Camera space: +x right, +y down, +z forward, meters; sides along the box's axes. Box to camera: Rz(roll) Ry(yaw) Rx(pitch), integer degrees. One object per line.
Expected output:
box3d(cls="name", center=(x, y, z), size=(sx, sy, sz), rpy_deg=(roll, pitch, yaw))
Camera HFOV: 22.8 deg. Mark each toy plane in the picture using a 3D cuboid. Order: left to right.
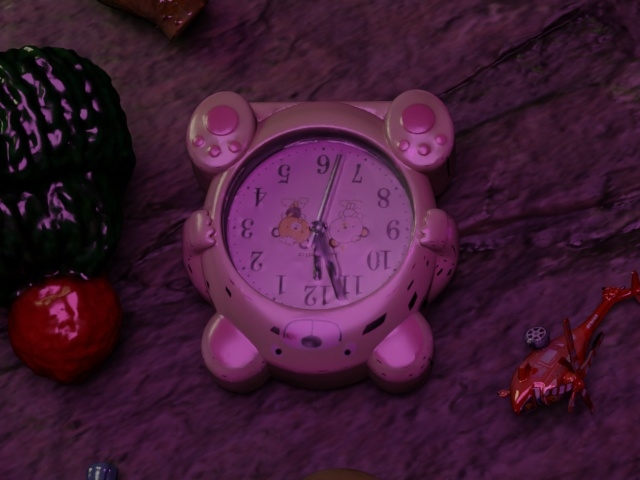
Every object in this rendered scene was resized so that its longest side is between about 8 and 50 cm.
box3d(cls="toy plane", center=(0.248, 0.098, 1.569), size=(0.077, 0.126, 0.194), rpy_deg=(15, 69, 39))

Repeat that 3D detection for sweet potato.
box3d(cls="sweet potato", center=(-0.234, -0.323, 1.787), size=(0.112, 0.085, 0.286), rpy_deg=(-17, 51, -39))

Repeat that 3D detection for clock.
box3d(cls="clock", center=(0.000, 0.000, 1.617), size=(0.284, 0.114, 0.309), rpy_deg=(0, 70, 3))

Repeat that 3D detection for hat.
box3d(cls="hat", center=(-0.305, -0.014, 1.593), size=(0.274, 0.242, 0.332), rpy_deg=(-21, 81, 9))

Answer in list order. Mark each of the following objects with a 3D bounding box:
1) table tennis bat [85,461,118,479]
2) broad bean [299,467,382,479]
box3d(cls="table tennis bat", center=(-0.222, 0.308, 1.534), size=(0.124, 0.033, 0.201), rpy_deg=(24, 51, -28))
box3d(cls="broad bean", center=(0.026, 0.342, 1.492), size=(0.189, 0.121, 0.263), rpy_deg=(-14, 53, 4))
